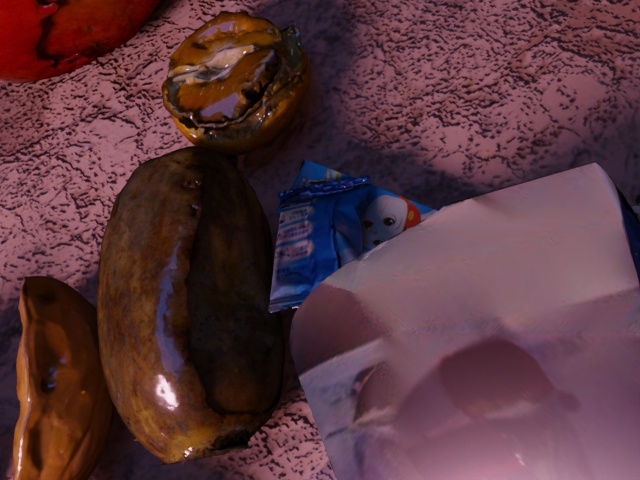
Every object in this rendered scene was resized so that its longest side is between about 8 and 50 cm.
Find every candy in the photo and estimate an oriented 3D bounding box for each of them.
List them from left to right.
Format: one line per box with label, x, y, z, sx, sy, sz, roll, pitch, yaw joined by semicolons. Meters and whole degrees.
candy;0.001;0.000;0.694;0.088;0.038;0.136;-8;49;12

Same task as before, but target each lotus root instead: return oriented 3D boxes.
lotus root;-0.116;0.056;0.698;0.152;0.160;0.274;-18;63;20

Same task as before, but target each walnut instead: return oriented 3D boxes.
walnut;-0.226;0.136;0.723;0.087;0.167;0.211;2;75;-19

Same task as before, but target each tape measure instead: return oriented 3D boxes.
tape measure;0.138;0.111;0.572;0.259;0.138;0.262;-27;71;28

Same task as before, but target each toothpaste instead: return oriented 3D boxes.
toothpaste;0.087;0.003;0.723;0.267;0.050;0.065;24;77;25

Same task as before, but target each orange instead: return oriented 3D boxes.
orange;-0.082;-0.150;0.811;0.170;0.112;0.160;-36;47;-27

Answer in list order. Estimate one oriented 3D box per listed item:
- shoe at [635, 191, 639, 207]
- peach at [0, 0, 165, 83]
shoe;0.314;-0.040;0.621;0.128;0.140;0.262;4;74;8
peach;-0.330;-0.354;0.850;0.417;0.339;0.353;-23;62;11
